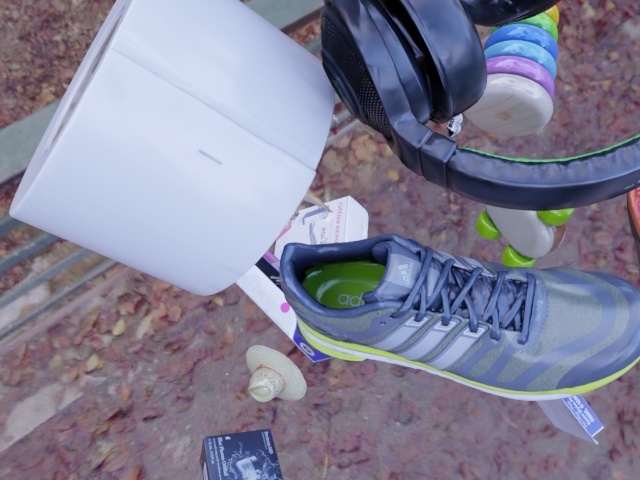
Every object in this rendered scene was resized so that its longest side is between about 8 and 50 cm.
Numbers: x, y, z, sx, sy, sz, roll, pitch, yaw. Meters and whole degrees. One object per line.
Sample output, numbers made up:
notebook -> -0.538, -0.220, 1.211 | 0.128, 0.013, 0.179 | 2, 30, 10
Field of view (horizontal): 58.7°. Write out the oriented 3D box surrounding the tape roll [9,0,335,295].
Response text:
tape roll -> -0.127, -0.094, 0.492 | 0.169, 0.246, 0.246 | 28, 72, -30

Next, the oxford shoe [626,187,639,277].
oxford shoe -> 0.450, -0.009, 0.756 | 0.096, 0.098, 0.271 | -2, 76, 7

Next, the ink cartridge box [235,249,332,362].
ink cartridge box -> -0.096, 0.097, 1.182 | 0.371, 0.175, 0.069 | 45, 99, 19

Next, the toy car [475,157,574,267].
toy car -> 0.385, -0.059, 0.953 | 0.188, 0.155, 0.149 | -18, 58, -24

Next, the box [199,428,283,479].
box -> -0.175, 0.513, 1.253 | 0.158, 0.093, 0.156 | 0, 37, -21

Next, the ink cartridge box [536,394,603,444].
ink cartridge box -> 0.544, 0.323, 1.400 | 0.071, 0.330, 0.324 | -34, 77, -2

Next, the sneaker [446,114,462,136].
sneaker -> 0.342, -0.299, 1.459 | 0.037, 0.083, 0.032 | -41, 54, -17

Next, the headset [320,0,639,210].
headset -> 0.099, -0.177, 0.442 | 0.394, 0.185, 0.243 | 38, 85, 19

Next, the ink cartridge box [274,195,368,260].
ink cartridge box -> 0.000, 0.000, 1.387 | 0.217, 0.092, 0.159 | -13, 56, 31

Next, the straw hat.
straw hat -> -0.102, 0.268, 1.068 | 0.144, 0.144, 0.061 | 44, 47, 3

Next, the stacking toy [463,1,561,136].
stacking toy -> 0.337, -0.343, 0.929 | 0.141, 0.141, 0.330 | 20, 74, -4

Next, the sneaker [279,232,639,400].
sneaker -> 0.096, 0.054, 0.452 | 0.299, 0.121, 0.111 | 0, 65, 24

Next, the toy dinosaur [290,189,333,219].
toy dinosaur -> -0.042, -0.088, 1.044 | 0.183, 0.053, 0.093 | 34, 48, -18
